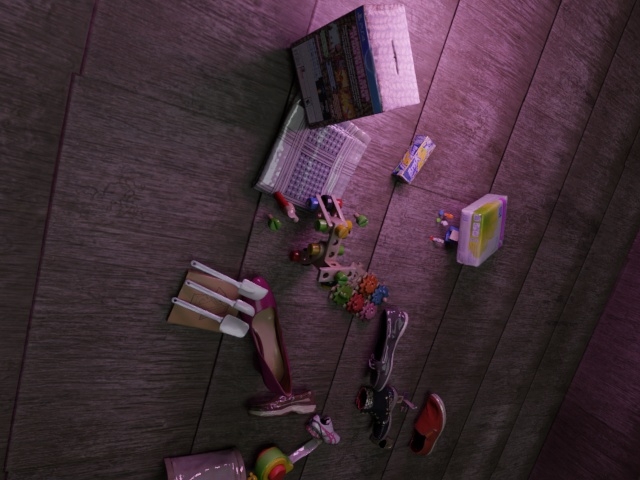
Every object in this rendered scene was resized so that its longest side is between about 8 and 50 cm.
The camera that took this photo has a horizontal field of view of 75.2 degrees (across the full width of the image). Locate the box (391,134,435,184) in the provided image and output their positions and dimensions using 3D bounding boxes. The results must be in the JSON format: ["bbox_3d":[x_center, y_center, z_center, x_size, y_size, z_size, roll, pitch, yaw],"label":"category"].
[{"bbox_3d":[0.326,-0.283,1.454,0.059,0.054,0.169,36,88,-35],"label":"box"}]

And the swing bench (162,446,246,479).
[{"bbox_3d":[-0.394,0.849,1.366,0.253,0.165,0.255,7,103,-32],"label":"swing bench"}]

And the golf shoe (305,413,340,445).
[{"bbox_3d":[0.026,0.750,1.643,0.086,0.067,0.186,-51,125,-7],"label":"golf shoe"}]

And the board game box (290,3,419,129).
[{"bbox_3d":[0.081,-0.434,1.073,0.141,0.290,0.232,-24,109,-34],"label":"board game box"}]

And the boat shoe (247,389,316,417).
[{"bbox_3d":[-0.138,0.573,1.481,0.257,0.095,0.095,9,69,-31],"label":"boat shoe"}]

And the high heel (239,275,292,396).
[{"bbox_3d":[-0.148,0.300,1.297,0.127,0.181,0.378,-23,120,-33],"label":"high heel"}]

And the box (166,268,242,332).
[{"bbox_3d":[-0.335,0.186,1.246,0.201,0.021,0.165,21,96,-34],"label":"box"}]

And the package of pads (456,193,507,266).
[{"bbox_3d":[0.648,-0.042,1.665,0.296,0.101,0.230,-24,120,-44],"label":"package of pads"}]

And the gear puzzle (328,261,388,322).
[{"bbox_3d":[0.128,0.176,1.507,0.339,0.044,0.176,38,86,-35],"label":"gear puzzle"}]

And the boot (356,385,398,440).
[{"bbox_3d":[0.218,0.722,1.741,0.178,0.085,0.237,15,93,-32],"label":"boot"}]

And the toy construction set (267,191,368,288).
[{"bbox_3d":[0.000,0.000,1.218,0.308,0.237,0.257,33,103,-39],"label":"toy construction set"}]

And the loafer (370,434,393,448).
[{"bbox_3d":[0.280,0.910,1.866,0.148,0.050,0.056,33,89,-35],"label":"loafer"}]

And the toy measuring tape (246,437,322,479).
[{"bbox_3d":[-0.131,0.799,1.546,0.329,0.121,0.122,-20,117,-33],"label":"toy measuring tape"}]

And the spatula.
[{"bbox_3d":[-0.294,0.170,1.207,0.241,0.019,0.168,28,94,-21],"label":"spatula"}]

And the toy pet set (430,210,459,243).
[{"bbox_3d":[0.501,-0.043,1.660,0.114,0.065,0.122,21,94,0],"label":"toy pet set"}]

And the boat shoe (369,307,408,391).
[{"bbox_3d":[0.242,0.424,1.640,0.095,0.112,0.336,19,92,-17],"label":"boat shoe"}]

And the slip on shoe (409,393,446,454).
[{"bbox_3d":[0.501,0.872,1.951,0.101,0.123,0.332,2,111,-28],"label":"slip on shoe"}]

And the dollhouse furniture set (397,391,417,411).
[{"bbox_3d":[0.364,0.734,1.833,0.114,0.081,0.091,11,101,-34],"label":"dollhouse furniture set"}]

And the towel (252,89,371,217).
[{"bbox_3d":[-0.010,-0.244,1.264,0.312,0.056,0.325,23,94,-35],"label":"towel"}]
